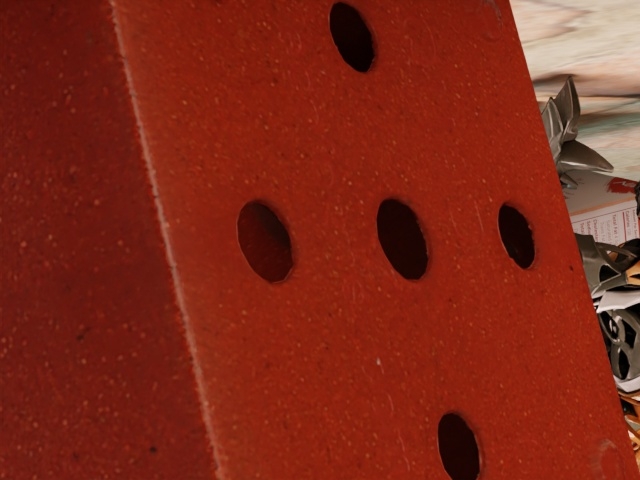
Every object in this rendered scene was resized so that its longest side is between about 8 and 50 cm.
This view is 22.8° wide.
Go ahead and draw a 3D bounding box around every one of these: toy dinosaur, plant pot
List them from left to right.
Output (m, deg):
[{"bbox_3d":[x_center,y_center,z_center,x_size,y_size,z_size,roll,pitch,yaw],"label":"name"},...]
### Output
[{"bbox_3d":[-0.064,0.032,0.475,0.235,0.267,0.267,-22,167,37],"label":"plant pot"},{"bbox_3d":[0.171,0.031,0.846,0.322,0.218,0.164,-48,179,-24],"label":"toy dinosaur"}]

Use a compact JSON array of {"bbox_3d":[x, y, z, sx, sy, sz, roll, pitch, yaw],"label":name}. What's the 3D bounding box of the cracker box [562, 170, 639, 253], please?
[{"bbox_3d":[0.082,0.007,1.009,0.232,0.067,0.155,-13,-165,-24],"label":"cracker box"}]
